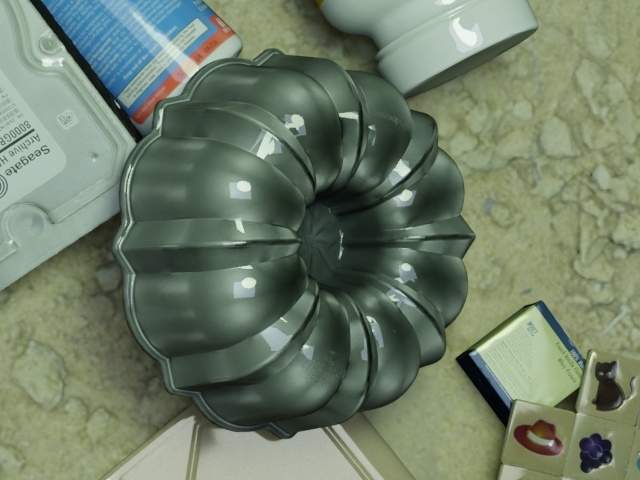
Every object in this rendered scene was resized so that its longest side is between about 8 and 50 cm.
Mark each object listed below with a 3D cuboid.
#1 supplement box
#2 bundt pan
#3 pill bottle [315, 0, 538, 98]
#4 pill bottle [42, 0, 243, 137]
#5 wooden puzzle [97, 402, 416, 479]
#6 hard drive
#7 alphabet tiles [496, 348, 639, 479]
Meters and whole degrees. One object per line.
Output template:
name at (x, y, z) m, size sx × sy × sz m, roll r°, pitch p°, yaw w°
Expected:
supplement box at (0.181, 0.111, 1.733) m, size 0.083 × 0.056 × 0.083 m, roll -36°, pitch 90°, yaw -11°
bundt pan at (0.000, 0.000, 1.612) m, size 0.330 × 0.124 × 0.331 m, roll 2°, pitch 86°, yaw -38°
pill bottle at (0.052, -0.299, 1.698) m, size 0.188 × 0.188 × 0.334 m, roll -26°, pitch 87°, yaw -12°
pill bottle at (-0.183, -0.201, 1.676) m, size 0.221 × 0.124 × 0.124 m, roll 45°, pitch 78°, yaw -3°
wooden puzzle at (-0.047, 0.230, 1.689) m, size 0.238 × 0.044 × 0.221 m, roll -39°, pitch 90°, yaw -17°
hard drive at (-0.315, -0.117, 1.574) m, size 0.237 × 0.064 × 0.339 m, roll -32°, pitch 118°, yaw 4°
alphabet tiles at (0.275, 0.280, 1.721) m, size 0.285 × 0.011 × 0.343 m, roll 14°, pitch 88°, yaw -14°
